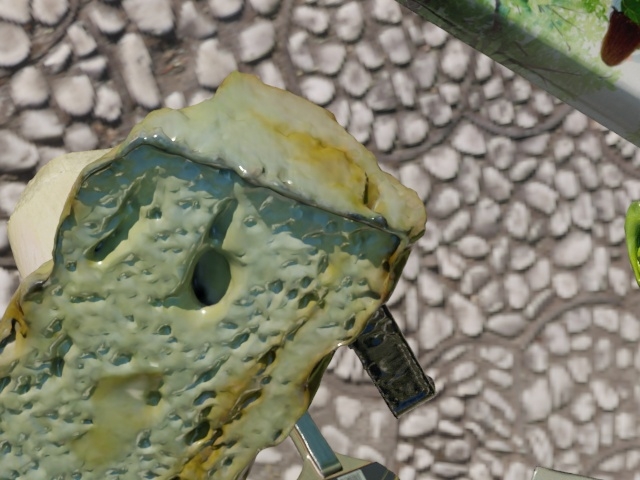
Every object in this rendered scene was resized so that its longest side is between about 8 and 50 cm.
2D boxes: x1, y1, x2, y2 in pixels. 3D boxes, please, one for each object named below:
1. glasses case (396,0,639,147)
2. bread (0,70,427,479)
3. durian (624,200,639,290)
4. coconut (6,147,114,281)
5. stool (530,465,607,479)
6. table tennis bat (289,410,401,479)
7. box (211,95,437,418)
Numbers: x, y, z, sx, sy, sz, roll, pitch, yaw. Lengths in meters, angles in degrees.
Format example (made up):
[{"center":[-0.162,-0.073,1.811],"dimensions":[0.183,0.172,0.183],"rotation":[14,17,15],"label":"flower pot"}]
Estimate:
[{"center":[0.179,-0.130,0.863],"dimensions":[0.272,0.062,0.095],"rotation":[29,71,-9],"label":"glasses case"},{"center":[-0.066,0.039,0.561],"dimensions":[0.128,0.088,0.232],"rotation":[21,120,-22],"label":"bread"},{"center":[0.372,0.059,1.211],"dimensions":[0.101,0.250,0.139],"rotation":[-21,130,-50],"label":"durian"},{"center":[-0.223,0.029,1.574],"dimensions":[0.239,0.239,0.244],"rotation":[-12,64,-32],"label":"coconut"},{"center":[0.322,0.345,1.230],"dimensions":[0.243,0.269,0.170],"rotation":[50,57,-46],"label":"stool"},{"center":[0.025,0.279,1.511],"dimensions":[0.173,0.022,0.301],"rotation":[-12,62,-40],"label":"table tennis bat"},{"center":[0.000,0.000,1.376],"dimensions":[0.058,0.350,0.211],"rotation":[-29,137,0],"label":"box"}]
